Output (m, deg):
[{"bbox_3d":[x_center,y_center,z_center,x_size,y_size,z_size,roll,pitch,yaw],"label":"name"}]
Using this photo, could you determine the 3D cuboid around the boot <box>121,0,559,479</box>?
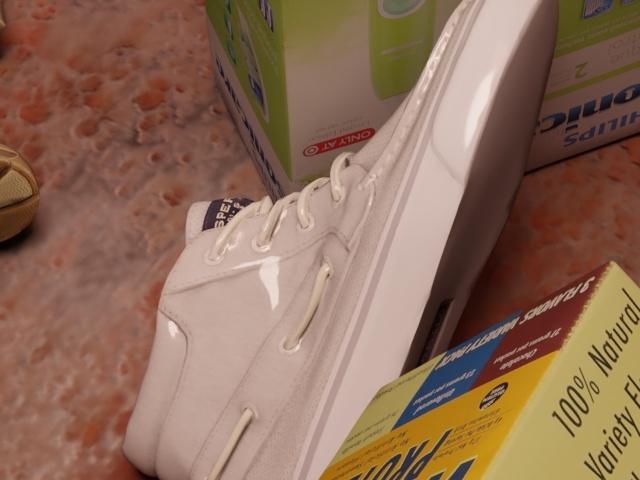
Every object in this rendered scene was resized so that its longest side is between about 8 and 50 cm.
[{"bbox_3d":[0.000,0.000,0.701,0.123,0.095,0.258,23,95,19],"label":"boot"}]

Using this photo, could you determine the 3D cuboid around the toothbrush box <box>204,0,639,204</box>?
[{"bbox_3d":[0.058,-0.146,0.736,0.206,0.283,0.122,-19,60,-11],"label":"toothbrush box"}]

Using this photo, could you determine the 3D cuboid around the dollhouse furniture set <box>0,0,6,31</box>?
[{"bbox_3d":[-0.280,-0.138,0.855,0.184,0.129,0.129,-29,56,18],"label":"dollhouse furniture set"}]

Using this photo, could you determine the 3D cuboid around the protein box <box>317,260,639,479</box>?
[{"bbox_3d":[0.082,0.159,0.553,0.201,0.136,0.200,46,48,-8],"label":"protein box"}]

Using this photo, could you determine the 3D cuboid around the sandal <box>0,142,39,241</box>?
[{"bbox_3d":[-0.221,-0.029,0.796,0.180,0.072,0.049,-2,41,-2],"label":"sandal"}]
